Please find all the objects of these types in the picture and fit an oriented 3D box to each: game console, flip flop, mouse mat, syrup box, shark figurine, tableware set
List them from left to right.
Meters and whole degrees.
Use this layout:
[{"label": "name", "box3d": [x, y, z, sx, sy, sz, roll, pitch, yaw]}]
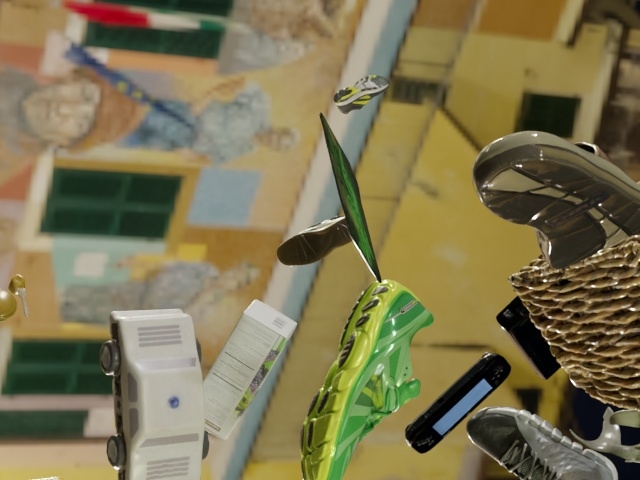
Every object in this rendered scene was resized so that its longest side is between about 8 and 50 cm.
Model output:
[{"label": "tableware set", "box3d": [-0.457, 0.067, 1.927, 0.024, 0.154, 0.104, 114, -34, -48]}, {"label": "syrup box", "box3d": [-0.145, 0.235, 2.697, 0.236, 0.096, 0.093, -60, 177, 18]}, {"label": "mouse mat", "box3d": [0.038, -0.054, 1.878, 0.152, 0.007, 0.189, 57, 18, -57]}, {"label": "game console", "box3d": [0.280, 0.206, 2.329, 0.361, 0.213, 0.044, -43, -126, 0]}, {"label": "flip flop", "box3d": [0.203, -0.046, 1.253, 0.112, 0.277, 0.080, -30, -119, 23]}, {"label": "shark figurine", "box3d": [0.449, 0.238, 1.954, 0.166, 0.116, 0.278, 43, -23, 14]}]

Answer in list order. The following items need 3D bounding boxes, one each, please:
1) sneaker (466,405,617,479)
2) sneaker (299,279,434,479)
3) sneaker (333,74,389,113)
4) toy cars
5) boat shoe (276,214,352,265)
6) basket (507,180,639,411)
[{"label": "sneaker", "box3d": [0.304, 0.318, 2.048, 0.132, 0.229, 0.086, -69, -177, -57]}, {"label": "sneaker", "box3d": [0.065, 0.199, 1.927, 0.295, 0.124, 0.109, -65, -165, -9]}, {"label": "sneaker", "box3d": [0.058, -0.206, 2.099, 0.035, 0.083, 0.031, 74, -6, -52]}, {"label": "toy cars", "box3d": [-0.209, 0.241, 1.441, 0.393, 0.176, 0.087, -56, -158, -20]}, {"label": "boat shoe", "box3d": [0.000, 0.000, 2.452, 0.049, 0.152, 0.056, -128, -162, -81]}, {"label": "basket", "box3d": [0.403, 0.052, 1.678, 0.213, 0.223, 0.299, 57, -23, -4]}]
